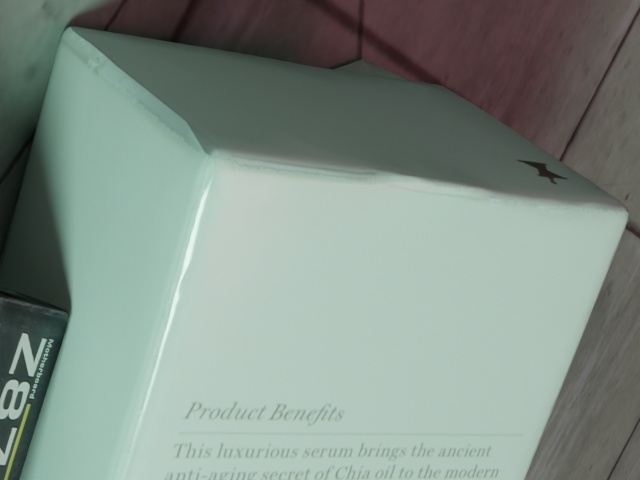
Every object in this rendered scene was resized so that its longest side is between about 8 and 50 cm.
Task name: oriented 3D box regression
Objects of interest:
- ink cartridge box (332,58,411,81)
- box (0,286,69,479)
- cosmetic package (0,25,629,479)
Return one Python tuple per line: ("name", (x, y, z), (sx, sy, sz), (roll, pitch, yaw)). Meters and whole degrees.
("ink cartridge box", (0.000, 0.000, 0.941), (0.104, 0.062, 0.181), (-23, 133, -47))
("box", (-0.242, 0.181, 0.559), (0.318, 0.097, 0.394), (23, 83, -69))
("cosmetic package", (-0.055, 0.146, 0.813), (0.230, 0.161, 0.453), (6, 112, -36))
